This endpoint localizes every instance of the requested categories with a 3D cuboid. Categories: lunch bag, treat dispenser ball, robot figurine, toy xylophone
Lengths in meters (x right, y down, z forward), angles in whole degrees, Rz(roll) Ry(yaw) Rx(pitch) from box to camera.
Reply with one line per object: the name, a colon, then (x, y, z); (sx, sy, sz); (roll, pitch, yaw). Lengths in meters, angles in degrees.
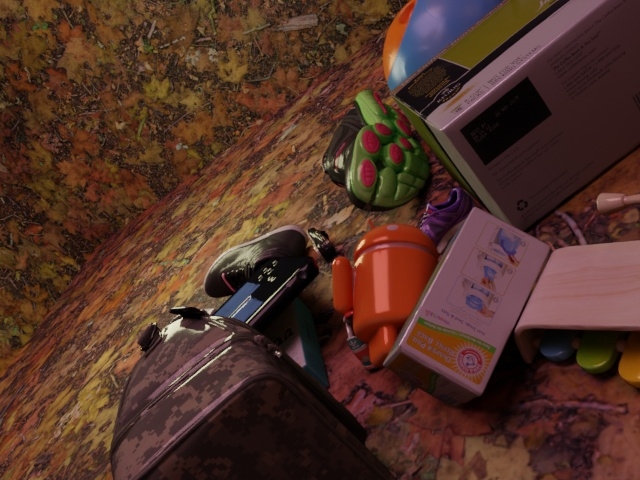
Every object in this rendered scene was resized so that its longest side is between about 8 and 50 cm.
lunch bag: (-0.080, 0.233, 0.689); (0.212, 0.305, 0.256); (-45, 23, -8)
treat dispenser ball: (0.273, -0.377, 1.247); (0.288, 0.288, 0.288); (-35, 23, 17)
robot figurine: (0.106, 0.069, 0.863); (0.158, 0.128, 0.219); (-12, 57, 24)
toy xylophone: (0.350, 0.044, 0.613); (0.236, 0.081, 0.323); (-51, 24, -20)

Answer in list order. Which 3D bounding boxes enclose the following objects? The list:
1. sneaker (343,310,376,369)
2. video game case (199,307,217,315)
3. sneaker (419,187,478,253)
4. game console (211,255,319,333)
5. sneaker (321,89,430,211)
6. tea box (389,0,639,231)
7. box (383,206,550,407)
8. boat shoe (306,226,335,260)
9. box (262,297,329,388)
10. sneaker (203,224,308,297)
sneaker: (0.075, 0.120, 0.941); (0.057, 0.075, 0.161); (-29, 26, 29)
video game case: (-0.334, 0.234, 1.488); (0.143, 0.019, 0.157); (-14, 35, 49)
sneaker: (0.186, -0.024, 1.028); (0.170, 0.071, 0.068); (-44, 22, -4)
game console: (-0.178, 0.172, 1.097); (0.386, 0.060, 0.342); (-46, 6, -13)
sneaker: (0.111, -0.170, 1.346); (0.202, 0.185, 0.482); (-52, 13, 25)
tea box: (0.332, -0.236, 0.977); (0.329, 0.220, 0.323); (-38, 23, 10)
box: (0.172, 0.082, 0.729); (0.203, 0.103, 0.114); (-57, -9, -22)
boat shoe: (0.001, 0.001, 1.324); (0.042, 0.049, 0.133); (-36, 24, 1)
box: (-0.057, 0.191, 1.049); (0.101, 0.060, 0.244); (-39, 22, 9)
sneaker: (-0.167, 0.076, 1.383); (0.296, 0.104, 0.147); (-29, 20, 20)
